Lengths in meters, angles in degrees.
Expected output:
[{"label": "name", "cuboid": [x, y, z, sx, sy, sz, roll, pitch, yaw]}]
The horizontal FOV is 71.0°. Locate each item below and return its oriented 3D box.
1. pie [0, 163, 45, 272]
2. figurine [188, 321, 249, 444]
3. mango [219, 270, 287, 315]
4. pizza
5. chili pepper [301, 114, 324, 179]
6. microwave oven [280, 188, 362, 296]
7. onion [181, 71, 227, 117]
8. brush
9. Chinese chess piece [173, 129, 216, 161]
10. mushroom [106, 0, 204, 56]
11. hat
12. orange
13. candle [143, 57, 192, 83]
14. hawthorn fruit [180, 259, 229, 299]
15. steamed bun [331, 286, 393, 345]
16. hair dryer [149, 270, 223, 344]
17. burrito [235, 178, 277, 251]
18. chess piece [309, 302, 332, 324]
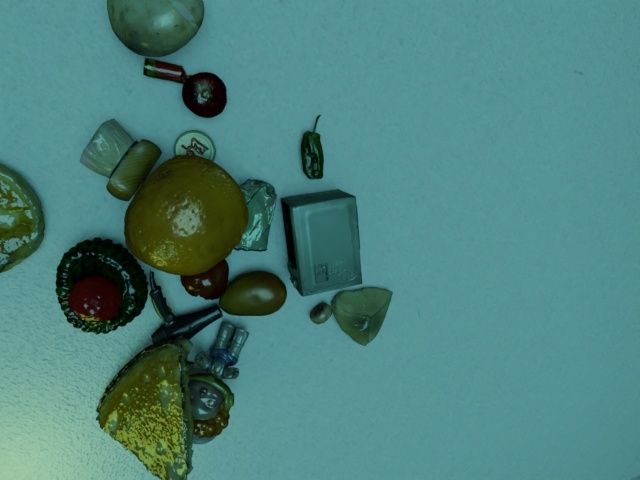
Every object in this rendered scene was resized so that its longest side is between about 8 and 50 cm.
[{"label": "pie", "cuboid": [-0.931, -0.066, 1.213, 0.340, 0.077, 0.338, -3, 102, -16]}, {"label": "figurine", "cuboid": [-0.343, 0.470, 1.484, 0.225, 0.205, 0.381, 38, 77, 1]}, {"label": "mango", "cuboid": [-0.220, 0.175, 1.470, 0.221, 0.120, 0.151, -1, 104, -10]}, {"label": "pizza", "cuboid": [-0.496, 0.464, 1.355, 0.080, 0.435, 0.391, 14, 95, -61]}, {"label": "chili pepper", "cuboid": [-0.027, -0.295, 1.433, 0.072, 0.073, 0.203, -4, 105, -2]}, {"label": "microwave oven", "cuboid": [0.000, 0.000, 1.457, 0.238, 0.181, 0.294, -11, 108, -16]}, {"label": "onion", "cuboid": [-0.329, -0.414, 1.281, 0.131, 0.131, 0.131, -4, 106, -16]}, {"label": "brush", "cuboid": [-0.541, -0.208, 1.192, 0.166, 0.266, 0.174, 35, 102, -24]}, {"label": "Chinese chess piece", "cuboid": [-0.375, -0.268, 1.340, 0.122, 0.051, 0.121, -5, 106, -16]}, {"label": "mushroom", "cuboid": [-0.421, -0.596, 1.167, 0.255, 0.254, 0.184, -29, 154, -8]}, {"label": "hat", "cuboid": [-0.614, 0.149, 1.228, 0.242, 0.332, 0.274, -34, 109, -8]}, {"label": "orange", "cuboid": [-0.358, -0.059, 1.239, 0.293, 0.340, 0.340, 37, 92, -9]}, {"label": "candle", "cuboid": [-0.430, -0.477, 1.268, 0.131, 0.052, 0.051, 6, 102, -20]}, {"label": "hawthorn fruit", "cuboid": [-0.352, 0.099, 1.401, 0.148, 0.148, 0.171, 27, 80, -22]}, {"label": "steamed bun", "cuboid": [0.143, 0.271, 1.615, 0.213, 0.110, 0.231, 17, 96, -20]}, {"label": "hair dryer", "cuboid": [-0.455, 0.202, 1.405, 0.236, 0.091, 0.271, -26, 119, -10]}, {"label": "burrito", "cuboid": [-0.216, -0.079, 1.423, 0.144, 0.089, 0.228, 7, 104, -33]}, {"label": "chess piece", "cuboid": [0.001, 0.257, 1.578, 0.084, 0.084, 0.038, -40, 112, -4]}]
